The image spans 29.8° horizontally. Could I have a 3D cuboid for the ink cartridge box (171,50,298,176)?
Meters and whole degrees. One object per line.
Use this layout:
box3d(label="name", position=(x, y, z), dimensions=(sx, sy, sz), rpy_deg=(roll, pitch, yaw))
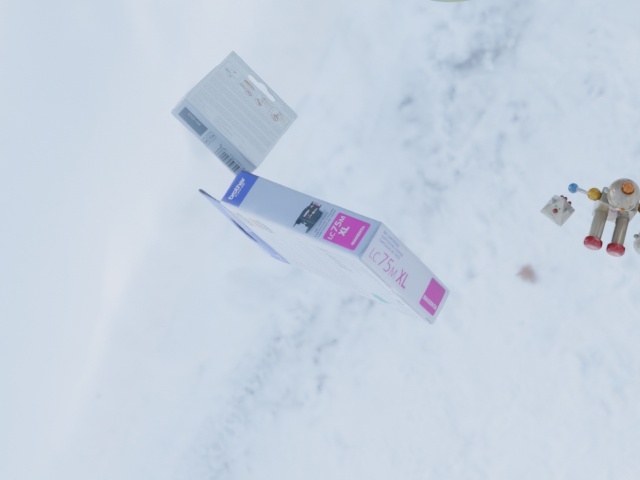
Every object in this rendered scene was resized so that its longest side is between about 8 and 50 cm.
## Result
box3d(label="ink cartridge box", position=(-0.123, -0.184, 1.756), dimensions=(0.145, 0.179, 0.045), rpy_deg=(44, 124, -9))

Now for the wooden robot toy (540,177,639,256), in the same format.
box3d(label="wooden robot toy", position=(0.329, -0.030, 1.295), dimensions=(0.173, 0.076, 0.079), rpy_deg=(15, 154, 4))

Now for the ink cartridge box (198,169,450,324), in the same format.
box3d(label="ink cartridge box", position=(0.000, 0.000, 1.542), dimensions=(0.311, 0.186, 0.065), rpy_deg=(19, 74, 42))

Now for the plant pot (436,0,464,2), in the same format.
box3d(label="plant pot", position=(0.130, -0.483, 1.430), dimensions=(0.366, 0.366, 0.353), rpy_deg=(31, 169, 38))
